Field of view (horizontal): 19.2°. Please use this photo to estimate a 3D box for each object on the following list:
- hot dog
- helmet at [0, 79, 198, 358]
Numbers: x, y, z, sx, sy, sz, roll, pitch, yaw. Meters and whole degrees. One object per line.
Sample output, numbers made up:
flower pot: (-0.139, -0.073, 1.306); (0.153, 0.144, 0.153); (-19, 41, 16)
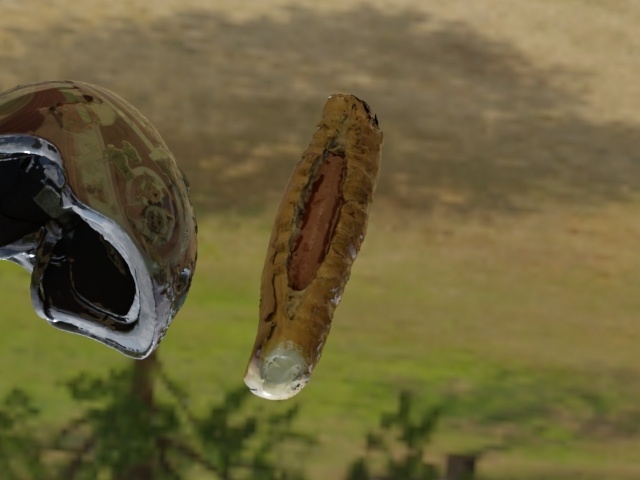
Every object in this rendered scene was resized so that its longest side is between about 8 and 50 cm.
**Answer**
hot dog: (0.000, 0.001, 1.462); (0.068, 0.289, 0.083); (7, 139, 9)
helmet: (-0.134, -0.026, 1.108); (0.177, 0.107, 0.153); (38, 147, 8)
